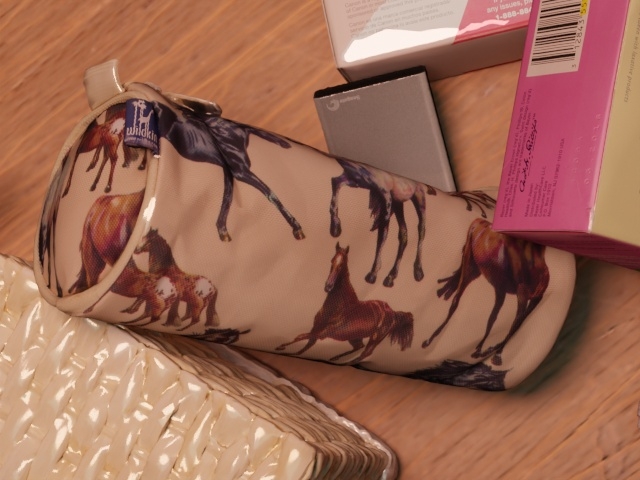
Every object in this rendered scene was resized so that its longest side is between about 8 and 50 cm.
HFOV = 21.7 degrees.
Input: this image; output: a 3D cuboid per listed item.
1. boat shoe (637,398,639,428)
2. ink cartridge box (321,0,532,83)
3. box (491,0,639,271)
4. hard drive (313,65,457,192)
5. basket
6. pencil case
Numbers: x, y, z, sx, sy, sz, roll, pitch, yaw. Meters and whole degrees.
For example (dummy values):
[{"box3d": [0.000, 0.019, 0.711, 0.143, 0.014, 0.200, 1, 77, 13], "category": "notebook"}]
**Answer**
[{"box3d": [0.411, 0.160, 1.266, 0.335, 0.121, 0.119, 24, 92, 15], "category": "boat shoe"}, {"box3d": [0.094, -0.286, 1.388, 0.207, 0.117, 0.283, -12, 81, 9], "category": "ink cartridge box"}, {"box3d": [0.273, -0.085, 1.262, 0.243, 0.117, 0.214, 13, 84, -30], "category": "box"}, {"box3d": [0.057, -0.071, 1.379, 0.094, 0.022, 0.135, -13, 115, 9], "category": "hard drive"}, {"box3d": [-0.165, 0.219, 1.298, 0.328, 0.266, 0.331, 30, 87, 14], "category": "basket"}, {"box3d": [0.000, 0.000, 1.248, 0.410, 0.160, 0.183, 14, 82, -31], "category": "pencil case"}]
